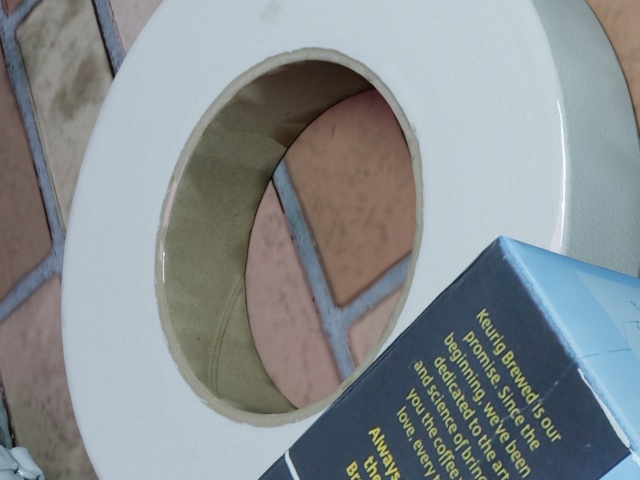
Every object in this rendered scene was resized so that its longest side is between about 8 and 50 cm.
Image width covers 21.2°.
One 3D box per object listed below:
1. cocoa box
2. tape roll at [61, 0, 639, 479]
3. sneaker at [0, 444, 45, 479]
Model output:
[{"bbox_3d":[0.138,0.208,0.633,0.228,0.231,0.347,-48,51,24],"label":"cocoa box"},{"bbox_3d":[0.000,0.000,0.940,0.392,0.072,0.392,-14,70,43],"label":"tape roll"},{"bbox_3d":[-0.186,0.208,1.039,0.366,0.210,0.137,-113,46,-76],"label":"sneaker"}]
